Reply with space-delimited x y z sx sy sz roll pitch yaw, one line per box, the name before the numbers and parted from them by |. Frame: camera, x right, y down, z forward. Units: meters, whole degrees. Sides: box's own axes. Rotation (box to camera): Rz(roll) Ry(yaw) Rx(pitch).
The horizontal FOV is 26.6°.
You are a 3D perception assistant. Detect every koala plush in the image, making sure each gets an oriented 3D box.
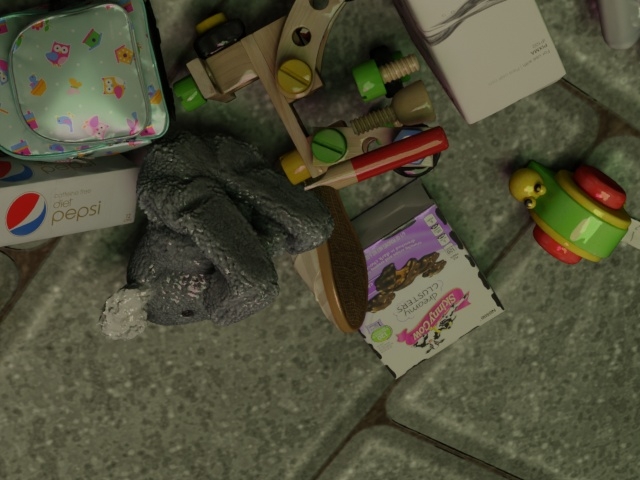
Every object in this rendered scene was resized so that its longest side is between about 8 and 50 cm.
koala plush | -0.139 0.012 1.457 0.203 0.196 0.221 43 131 0

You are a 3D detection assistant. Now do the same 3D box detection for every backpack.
backpack | -0.252 -0.159 1.346 0.188 0.144 0.166 -11 99 2

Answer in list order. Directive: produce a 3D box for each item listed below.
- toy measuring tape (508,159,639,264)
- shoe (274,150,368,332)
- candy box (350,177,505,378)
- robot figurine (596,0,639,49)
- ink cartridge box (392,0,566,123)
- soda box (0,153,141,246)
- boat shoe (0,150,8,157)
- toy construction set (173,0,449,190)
toy measuring tape | 0.363 -0.007 1.655 0.330 0.121 0.121 24 112 -28
shoe | 0.000 0.000 1.532 0.058 0.076 0.219 -11 97 38
candy box | 0.105 0.049 1.638 0.165 0.070 0.196 -34 124 6
robot figurine | 0.444 -0.288 1.444 0.300 0.200 0.353 -9 127 16
ink cartridge box | 0.118 -0.285 1.342 0.117 0.207 0.283 -28 125 4
soda box | -0.295 -0.046 1.397 0.216 0.074 0.069 -13 123 -42
boat shoe | -0.415 -0.068 1.389 0.257 0.095 0.095 22 113 -28
toy construction set | -0.017 -0.132 1.361 0.237 0.309 0.257 -21 118 3
